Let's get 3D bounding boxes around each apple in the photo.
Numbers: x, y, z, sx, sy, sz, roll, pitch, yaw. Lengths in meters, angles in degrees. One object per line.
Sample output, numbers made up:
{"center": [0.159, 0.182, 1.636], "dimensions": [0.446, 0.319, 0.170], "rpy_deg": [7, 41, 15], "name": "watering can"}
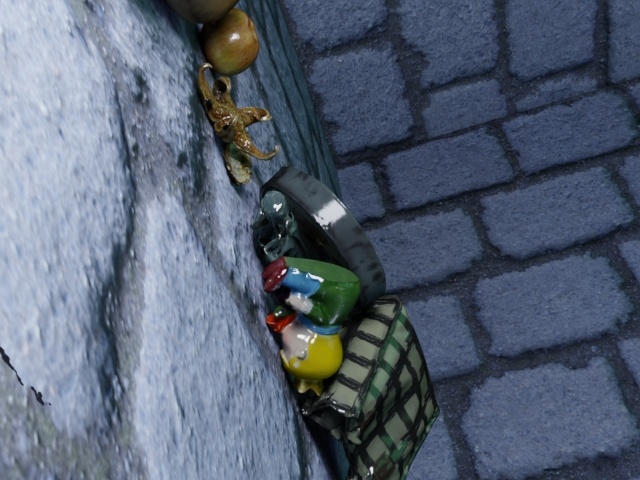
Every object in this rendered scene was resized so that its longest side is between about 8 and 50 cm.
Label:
{"center": [-0.172, -0.381, 1.497], "dimensions": [0.126, 0.102, 0.126], "rpy_deg": [-15, 90, -83], "name": "apple"}

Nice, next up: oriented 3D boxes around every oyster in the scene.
{"center": [-0.152, -0.153, 1.413], "dimensions": [0.086, 0.029, 0.132], "rpy_deg": [58, 22, -23], "name": "oyster"}

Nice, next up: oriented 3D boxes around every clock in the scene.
{"center": [0.000, 0.000, 1.534], "dimensions": [0.325, 0.067, 0.325], "rpy_deg": [46, -18, 20], "name": "clock"}

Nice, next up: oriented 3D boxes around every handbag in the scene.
{"center": [0.108, 0.331, 1.574], "dimensions": [0.327, 0.163, 0.325], "rpy_deg": [-60, 136, -49], "name": "handbag"}

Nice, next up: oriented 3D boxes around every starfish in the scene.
{"center": [-0.153, -0.219, 1.342], "dimensions": [0.190, 0.074, 0.146], "rpy_deg": [41, 33, -39], "name": "starfish"}

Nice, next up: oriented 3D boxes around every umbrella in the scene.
{"center": [-0.068, 0.020, 1.445], "dimensions": [0.143, 0.094, 0.348], "rpy_deg": [56, -9, 27], "name": "umbrella"}

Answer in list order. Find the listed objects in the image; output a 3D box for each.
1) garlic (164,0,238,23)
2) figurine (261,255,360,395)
{"center": [-0.169, -0.472, 1.190], "dimensions": [0.151, 0.196, 0.338], "rpy_deg": [57, -21, 11], "name": "garlic"}
{"center": [-0.036, 0.152, 1.361], "dimensions": [0.234, 0.185, 0.127], "rpy_deg": [-68, -154, 23], "name": "figurine"}
